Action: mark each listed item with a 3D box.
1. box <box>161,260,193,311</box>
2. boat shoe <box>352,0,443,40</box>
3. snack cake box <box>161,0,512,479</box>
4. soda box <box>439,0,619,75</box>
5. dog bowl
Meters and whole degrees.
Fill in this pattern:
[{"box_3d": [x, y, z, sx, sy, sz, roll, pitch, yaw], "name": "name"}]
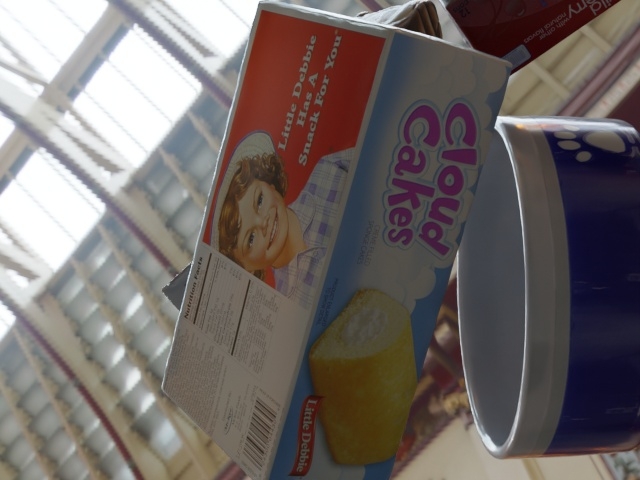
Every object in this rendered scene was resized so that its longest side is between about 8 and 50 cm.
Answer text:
[{"box_3d": [-0.065, 0.045, 1.015, 0.101, 0.087, 0.102, -43, -95, 7], "name": "box"}, {"box_3d": [0.042, -0.206, 1.382, 0.117, 0.324, 0.123, 3, -66, 30], "name": "boat shoe"}, {"box_3d": [0.000, 0.000, 0.683, 0.089, 0.152, 0.264, 9, -79, -32], "name": "snack cake box"}, {"box_3d": [0.213, -0.238, 0.859, 0.263, 0.092, 0.083, -33, -59, 14], "name": "soda box"}, {"box_3d": [0.180, 0.035, 0.884, 0.104, 0.265, 0.264, -1, -66, -4], "name": "dog bowl"}]
